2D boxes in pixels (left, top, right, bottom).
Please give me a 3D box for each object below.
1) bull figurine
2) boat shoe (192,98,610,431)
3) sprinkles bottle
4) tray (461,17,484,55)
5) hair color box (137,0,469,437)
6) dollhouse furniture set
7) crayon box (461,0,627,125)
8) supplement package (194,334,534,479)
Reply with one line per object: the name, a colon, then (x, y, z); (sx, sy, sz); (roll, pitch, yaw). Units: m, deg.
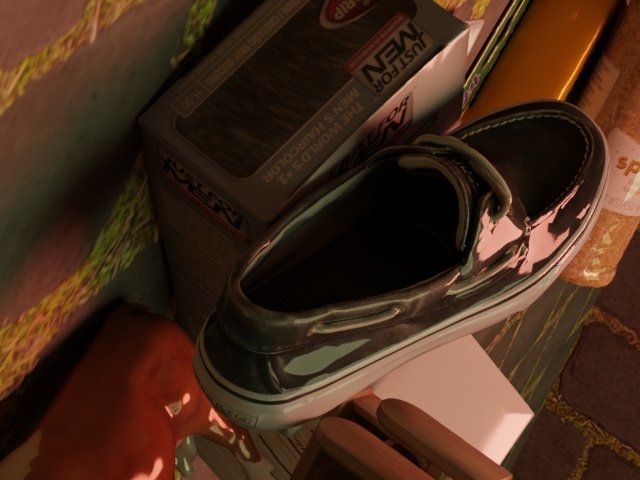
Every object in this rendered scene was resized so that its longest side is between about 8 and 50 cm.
bull figurine: (-0.146, 0.177, 1.241); (0.188, 0.101, 0.310); (57, 44, -24)
boat shoe: (0.069, -0.003, 1.183); (0.335, 0.121, 0.119); (-36, 161, -32)
sprinkles bottle: (0.316, -0.128, 1.966); (0.121, 0.121, 0.355); (-32, 150, -62)
tray: (0.057, -0.118, 1.608); (0.145, 0.030, 0.270); (-64, 165, 18)
hair color box: (-0.006, -0.022, 1.348); (0.185, 0.113, 0.374); (-45, 162, -18)
dollhouse furniture set: (0.009, 0.193, 1.259); (0.242, 0.161, 0.212); (-7, 128, -60)
crayon box: (0.235, -0.169, 2.026); (0.203, 0.083, 0.323); (-59, 166, 0)
supplement package: (0.026, 0.149, 1.591); (0.244, 0.134, 0.139); (-11, -146, 54)
